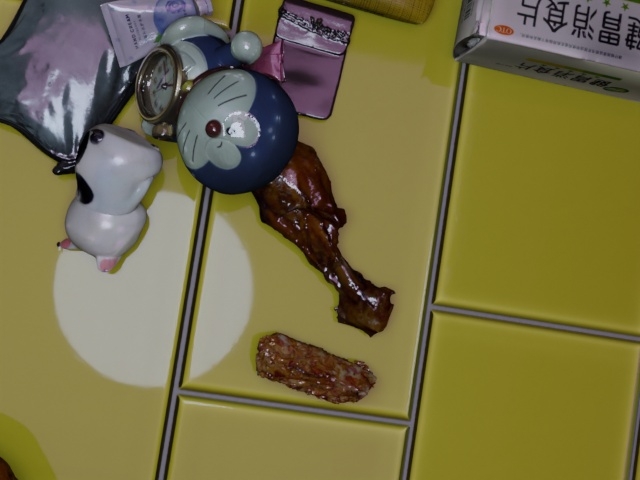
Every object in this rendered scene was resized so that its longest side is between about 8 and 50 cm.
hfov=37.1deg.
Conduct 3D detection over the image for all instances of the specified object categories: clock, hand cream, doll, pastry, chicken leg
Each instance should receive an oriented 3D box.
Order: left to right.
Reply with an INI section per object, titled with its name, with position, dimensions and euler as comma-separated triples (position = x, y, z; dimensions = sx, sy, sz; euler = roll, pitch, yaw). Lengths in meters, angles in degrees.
[doll]
position = -0.270, -0.061, 1.232
dimensions = 0.107, 0.110, 0.180
euler = -10, 122, -45
[hand cream]
position = -0.207, -0.287, 1.243
dimensions = 0.142, 0.053, 0.084
euler = -25, 119, -21
[clock]
position = -0.126, -0.170, 1.198
dimensions = 0.199, 0.147, 0.243
euler = -51, 55, 23
[pastry]
position = -0.011, 0.178, 1.284
dimensions = 0.169, 0.087, 0.063
euler = 22, 118, -6
[chicken leg]
position = 0.000, 0.000, 1.297
dimensions = 0.113, 0.093, 0.304
euler = -29, 100, 9

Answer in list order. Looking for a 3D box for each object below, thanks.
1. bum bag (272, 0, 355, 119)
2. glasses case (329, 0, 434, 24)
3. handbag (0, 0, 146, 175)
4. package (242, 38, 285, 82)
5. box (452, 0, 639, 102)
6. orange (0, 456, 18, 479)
[bum bag]
position = -0.019, -0.253, 1.329
dimensions = 0.109, 0.026, 0.159
euler = 13, 87, -6
[glasses case]
position = 0.046, -0.364, 1.325
dimensions = 0.234, 0.064, 0.079
euler = 15, 89, -8
[handbag]
position = -0.320, -0.262, 1.266
dimensions = 0.192, 0.075, 0.332
euler = 32, 80, -9
[package]
position = -0.080, -0.239, 1.305
dimensions = 0.083, 0.029, 0.059
euler = -4, 88, 34
[box]
position = 0.360, -0.315, 1.329
dimensions = 0.333, 0.145, 0.173
euler = 11, 84, -9
[orange]
position = -0.479, 0.355, 1.123
dimensions = 0.264, 0.264, 0.264
euler = 0, 87, -9
